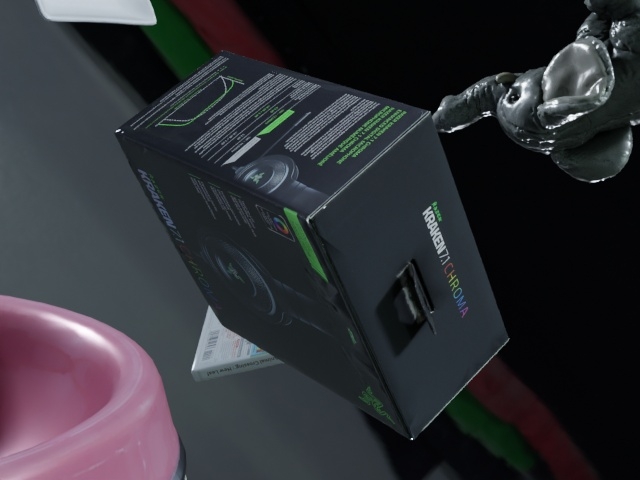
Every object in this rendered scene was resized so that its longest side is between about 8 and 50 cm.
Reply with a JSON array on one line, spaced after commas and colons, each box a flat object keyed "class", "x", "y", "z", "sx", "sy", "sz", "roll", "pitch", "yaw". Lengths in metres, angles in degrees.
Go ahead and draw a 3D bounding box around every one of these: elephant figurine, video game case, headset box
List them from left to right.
[{"class": "video game case", "x": -0.065, "y": 0.097, "z": 1.466, "sx": 0.212, "sy": 0.193, "sz": 0.023, "roll": -82, "pitch": 154, "yaw": -58}, {"class": "headset box", "x": 0.000, "y": 0.000, "z": 0.899, "sx": 0.283, "sy": 0.131, "sz": 0.246, "roll": 25, "pitch": -31, "yaw": 45}, {"class": "elephant figurine", "x": 0.266, "y": -0.145, "z": 1.130, "sx": 0.169, "sy": 0.239, "sz": 0.186, "roll": 47, "pitch": -1, "yaw": -11}]

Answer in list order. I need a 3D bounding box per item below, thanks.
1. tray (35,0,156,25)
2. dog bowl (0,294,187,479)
[{"class": "tray", "x": -0.282, "y": -0.334, "z": 1.151, "sx": 0.030, "sy": 0.145, "sz": 0.270, "roll": -37, "pitch": -109, "yaw": 39}, {"class": "dog bowl", "x": -0.240, "y": 0.124, "z": 0.470, "sx": 0.408, "sy": 0.408, "sz": 0.150, "roll": 16, "pitch": -73, "yaw": 53}]
